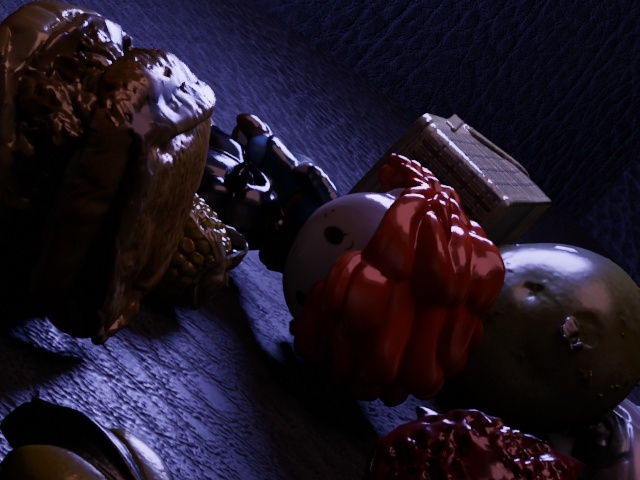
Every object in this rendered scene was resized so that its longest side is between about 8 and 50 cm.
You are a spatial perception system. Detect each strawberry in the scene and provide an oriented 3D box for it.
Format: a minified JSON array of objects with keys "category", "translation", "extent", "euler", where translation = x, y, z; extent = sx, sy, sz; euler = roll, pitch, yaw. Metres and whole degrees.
[{"category":"strawberry","translation":[0.121,0.236,1.211],"extent":[0.184,0.187,0.201],"euler":[-1,54,-6]}]

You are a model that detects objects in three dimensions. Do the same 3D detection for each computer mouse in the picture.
[{"category":"computer mouse","translation":[0.384,0.254,1.983],"extent":[0.199,0.115,0.389],"euler":[39,13,-20]}]

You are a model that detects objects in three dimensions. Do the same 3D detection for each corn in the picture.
[{"category":"corn","translation":[-0.193,-0.057,1.410],"extent":[0.293,0.106,0.106],"euler":[44,13,13]}]

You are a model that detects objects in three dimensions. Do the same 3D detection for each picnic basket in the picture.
[{"category":"picnic basket","translation":[0.148,-0.034,2.022],"extent":[0.175,0.228,0.313],"euler":[46,15,12]}]

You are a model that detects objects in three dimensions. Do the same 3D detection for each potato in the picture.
[{"category":"potato","translation":[0.280,0.105,1.875],"extent":[0.269,0.219,0.359],"euler":[10,10,19]}]

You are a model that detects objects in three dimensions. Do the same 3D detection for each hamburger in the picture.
[{"category":"hamburger","translation":[-0.184,-0.054,1.179],"extent":[0.163,0.244,0.244],"euler":[20,12,5]}]

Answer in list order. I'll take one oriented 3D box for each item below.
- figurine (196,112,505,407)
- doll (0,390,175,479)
[{"category":"figurine","translation":[-0.010,-0.006,1.547],"extent":[0.411,0.241,0.306],"euler":[33,2,13]},{"category":"doll","translation":[-0.106,0.187,0.873],"extent":[0.249,0.088,0.127],"euler":[54,-1,24]}]
